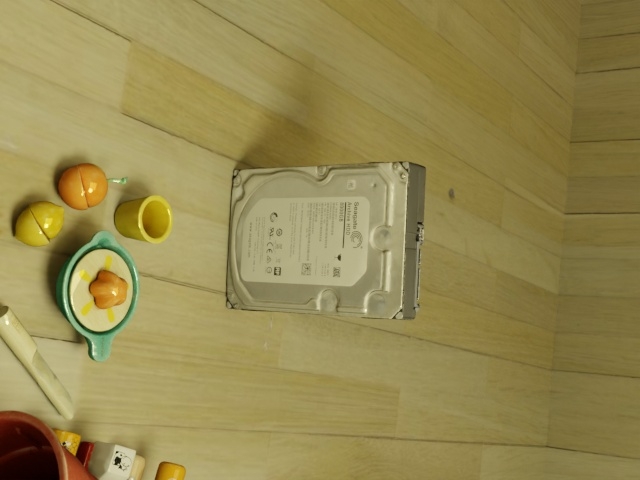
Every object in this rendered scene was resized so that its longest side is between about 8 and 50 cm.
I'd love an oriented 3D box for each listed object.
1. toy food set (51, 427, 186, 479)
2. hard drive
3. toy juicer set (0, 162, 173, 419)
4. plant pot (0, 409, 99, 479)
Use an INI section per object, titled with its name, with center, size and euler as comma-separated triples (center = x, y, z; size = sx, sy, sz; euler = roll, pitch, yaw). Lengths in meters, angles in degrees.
[toy food set]
center = -0.295, 0.325, 1.245
size = 0.232, 0.111, 0.105
euler = 36, 62, -50
[hard drive]
center = 0.000, 0.000, 1.467
size = 0.064, 0.339, 0.237
euler = 7, 85, -55
[toy juicer set]
center = -0.316, 0.048, 1.231
size = 0.209, 0.089, 0.329
euler = 45, 55, -46
[plant pot]
center = -0.317, 0.376, 1.079
size = 0.265, 0.272, 0.272
euler = 50, 52, -45
